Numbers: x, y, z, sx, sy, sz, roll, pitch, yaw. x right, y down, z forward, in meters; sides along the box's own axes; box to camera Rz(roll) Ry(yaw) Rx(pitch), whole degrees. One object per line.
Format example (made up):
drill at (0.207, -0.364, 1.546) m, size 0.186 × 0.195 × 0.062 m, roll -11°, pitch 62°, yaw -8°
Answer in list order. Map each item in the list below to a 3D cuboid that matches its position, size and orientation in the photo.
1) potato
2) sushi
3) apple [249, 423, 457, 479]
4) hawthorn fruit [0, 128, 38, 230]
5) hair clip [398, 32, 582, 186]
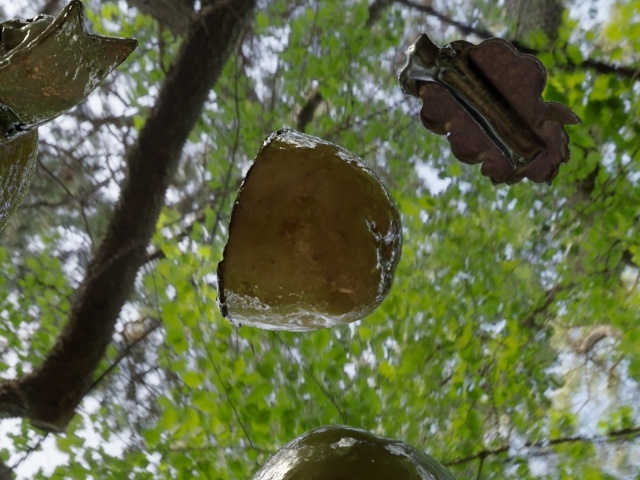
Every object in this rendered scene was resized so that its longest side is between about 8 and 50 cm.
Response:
potato at (0.000, 0.000, 1.449) m, size 0.242 × 0.242 × 0.286 m, roll 21°, pitch -116°, yaw 8°
sushi at (-0.313, -0.141, 1.061) m, size 0.272 × 0.134 × 0.109 m, roll -8°, pitch -143°, yaw 11°
apple at (0.037, 0.350, 1.232) m, size 0.291 × 0.292 × 0.254 m, roll 19°, pitch -106°, yaw 8°
hawthorn fruit at (-0.551, -0.121, 1.410) m, size 0.402 × 0.403 × 0.403 m, roll 0°, pitch -109°, yaw 1°
hair clip at (0.165, -0.128, 1.039) m, size 0.195 × 0.052 × 0.124 m, roll 41°, pitch -66°, yaw -10°
